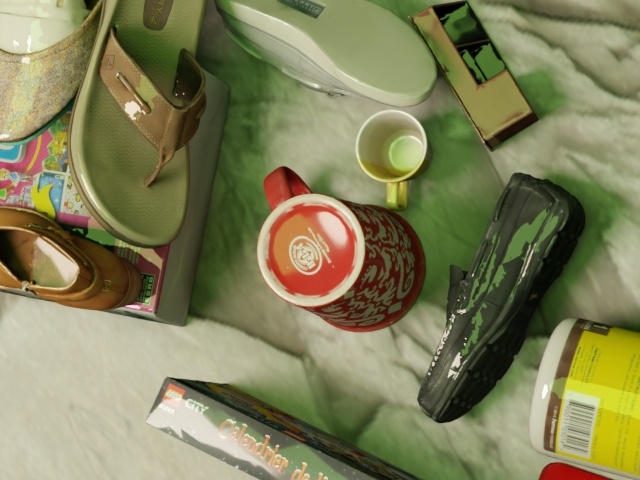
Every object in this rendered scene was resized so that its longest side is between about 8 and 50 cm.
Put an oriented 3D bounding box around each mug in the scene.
[{"bbox_3d":[-0.002,0.010,1.658,0.150,0.169,0.113,23,91,16],"label":"mug"},{"bbox_3d":[0.064,-0.071,1.703,0.062,0.064,0.078,34,95,15],"label":"mug"}]

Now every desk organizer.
[{"bbox_3d":[0.132,-0.146,1.702,0.050,0.047,0.130,-31,77,8],"label":"desk organizer"}]

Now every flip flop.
[{"bbox_3d":[-0.135,-0.132,1.642,0.080,0.112,0.277,-3,75,59],"label":"flip flop"}]

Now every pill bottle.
[{"bbox_3d":[0.283,0.140,1.593,0.215,0.117,0.117,14,88,16],"label":"pill bottle"}]

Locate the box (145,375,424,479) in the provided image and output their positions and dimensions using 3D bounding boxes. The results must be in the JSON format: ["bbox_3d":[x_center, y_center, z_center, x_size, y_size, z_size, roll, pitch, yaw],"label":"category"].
[{"bbox_3d":[-0.013,0.183,1.649,0.233,0.159,0.044,25,91,17],"label":"box"}]

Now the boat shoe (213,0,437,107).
[{"bbox_3d":[0.005,-0.169,1.726,0.227,0.081,0.079,31,64,21],"label":"boat shoe"}]

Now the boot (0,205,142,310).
[{"bbox_3d":[-0.252,0.007,1.638,0.197,0.152,0.073,13,88,15],"label":"boot"}]

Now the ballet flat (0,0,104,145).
[{"bbox_3d":[-0.214,-0.221,1.701,0.107,0.106,0.316,11,53,27],"label":"ballet flat"}]

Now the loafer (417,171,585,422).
[{"bbox_3d":[0.140,0.048,1.669,0.078,0.076,0.223,31,94,30],"label":"loafer"}]

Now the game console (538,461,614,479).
[{"bbox_3d":[0.233,0.273,1.647,0.144,0.085,0.124,17,120,17],"label":"game console"}]

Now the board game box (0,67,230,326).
[{"bbox_3d":[-0.253,-0.061,1.774,0.303,0.097,0.224,9,86,16],"label":"board game box"}]
